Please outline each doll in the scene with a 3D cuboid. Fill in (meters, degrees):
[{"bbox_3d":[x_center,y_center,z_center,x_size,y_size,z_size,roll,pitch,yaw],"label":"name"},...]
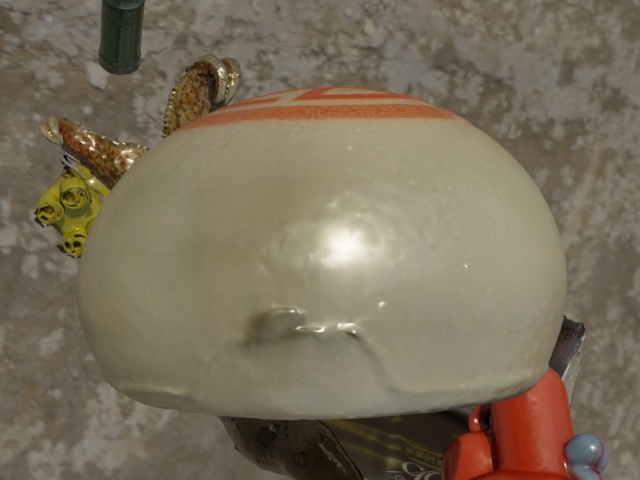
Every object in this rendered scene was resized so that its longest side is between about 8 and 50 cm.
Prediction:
[{"bbox_3d":[0.142,0.228,0.790,0.130,0.161,0.290,27,47,-34],"label":"doll"},{"bbox_3d":[-0.352,-0.067,1.622,0.143,0.221,0.135,-30,118,10],"label":"doll"}]

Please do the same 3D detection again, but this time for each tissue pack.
[{"bbox_3d":[0.092,0.140,1.215,0.210,0.370,0.198,-48,151,-43],"label":"tissue pack"}]

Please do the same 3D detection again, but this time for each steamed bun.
[{"bbox_3d":[0.000,0.000,0.651,0.283,0.283,0.177,-2,91,-40],"label":"steamed bun"}]

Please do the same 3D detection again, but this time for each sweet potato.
[{"bbox_3d":[-0.047,0.159,0.954,0.067,0.274,0.067,-24,131,-32],"label":"sweet potato"}]

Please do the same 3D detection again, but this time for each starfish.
[{"bbox_3d":[-0.145,-0.039,1.131,0.312,0.113,0.303,35,98,-38],"label":"starfish"}]

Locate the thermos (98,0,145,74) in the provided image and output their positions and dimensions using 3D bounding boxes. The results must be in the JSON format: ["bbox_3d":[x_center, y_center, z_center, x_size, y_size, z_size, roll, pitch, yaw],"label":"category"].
[{"bbox_3d":[-0.322,-0.364,1.817,0.083,0.073,0.187,-46,166,-34],"label":"thermos"}]
